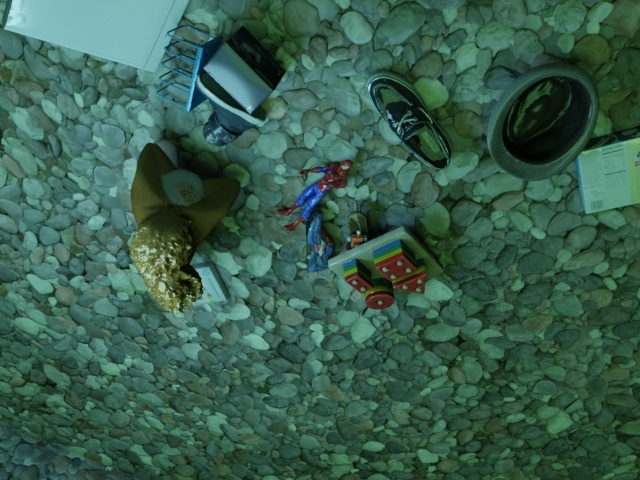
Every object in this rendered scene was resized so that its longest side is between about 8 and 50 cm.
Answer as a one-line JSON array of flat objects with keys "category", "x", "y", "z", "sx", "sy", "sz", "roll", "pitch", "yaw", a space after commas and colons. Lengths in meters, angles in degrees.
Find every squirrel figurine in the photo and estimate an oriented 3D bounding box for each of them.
[{"category": "squirrel figurine", "x": -0.426, "y": 0.007, "z": 1.560, "sx": 0.280, "sy": 0.397, "sz": 0.370, "roll": 18, "pitch": 138, "yaw": -14}]

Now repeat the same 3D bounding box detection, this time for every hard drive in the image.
[{"category": "hard drive", "x": -0.508, "y": -0.536, "z": 1.283, "sx": 0.352, "sy": 0.047, "sz": 0.233, "roll": 6, "pitch": 136, "yaw": -41}]

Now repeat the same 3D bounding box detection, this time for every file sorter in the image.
[{"category": "file sorter", "x": -0.334, "y": -0.436, "z": 1.401, "sx": 0.104, "sy": 0.118, "sz": 0.170, "roll": 24, "pitch": 124, "yaw": 1}]

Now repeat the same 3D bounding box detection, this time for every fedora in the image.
[{"category": "fedora", "x": 0.521, "y": -0.294, "z": 1.337, "sx": 0.243, "sy": 0.124, "sz": 0.276, "roll": 20, "pitch": 116, "yaw": -6}]

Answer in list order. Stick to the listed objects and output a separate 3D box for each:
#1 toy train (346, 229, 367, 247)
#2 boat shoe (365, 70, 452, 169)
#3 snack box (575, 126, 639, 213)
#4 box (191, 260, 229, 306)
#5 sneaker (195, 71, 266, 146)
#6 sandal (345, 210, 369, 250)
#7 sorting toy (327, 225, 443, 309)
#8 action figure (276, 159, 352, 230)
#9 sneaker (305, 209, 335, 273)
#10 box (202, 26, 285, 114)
[{"category": "toy train", "x": 0.155, "y": 0.022, "z": 1.627, "sx": 0.166, "sy": 0.046, "sz": 0.125, "roll": 1, "pitch": 147, "yaw": -10}, {"category": "boat shoe", "x": 0.225, "y": -0.295, "z": 1.403, "sx": 0.108, "sy": 0.102, "sz": 0.301, "roll": -33, "pitch": 113, "yaw": 27}, {"category": "snack box", "x": 0.817, "y": -0.192, "z": 1.392, "sx": 0.321, "sy": 0.060, "sz": 0.187, "roll": -13, "pitch": 121, "yaw": 18}, {"category": "box", "x": -0.418, "y": 0.151, "z": 1.858, "sx": 0.186, "sy": 0.038, "sz": 0.145, "roll": -12, "pitch": 121, "yaw": 16}, {"category": "sneaker", "x": -0.273, "y": -0.328, "z": 1.438, "sx": 0.163, "sy": 0.086, "sz": 0.226, "roll": -25, "pitch": 149, "yaw": 27}, {"category": "sandal", "x": 0.106, "y": -0.032, "z": 1.629, "sx": 0.072, "sy": 0.049, "sz": 0.180, "roll": -5, "pitch": 142, "yaw": 0}, {"category": "sorting toy", "x": 0.198, "y": 0.102, "z": 1.628, "sx": 0.257, "sy": 0.090, "sz": 0.255, "roll": -26, "pitch": 138, "yaw": 24}, {"category": "action figure", "x": -0.032, "y": -0.138, "z": 1.537, "sx": 0.280, "sy": 0.092, "sz": 0.139, "roll": -39, "pitch": 154, "yaw": 27}, {"category": "sneaker", "x": 0.000, "y": 0.000, "z": 1.668, "sx": 0.087, "sy": 0.083, "sz": 0.221, "roll": -3, "pitch": 129, "yaw": -4}, {"category": "box", "x": -0.181, "y": -0.417, "z": 1.362, "sx": 0.093, "sy": 0.158, "sz": 0.156, "roll": -37, "pitch": 111, "yaw": 28}]
